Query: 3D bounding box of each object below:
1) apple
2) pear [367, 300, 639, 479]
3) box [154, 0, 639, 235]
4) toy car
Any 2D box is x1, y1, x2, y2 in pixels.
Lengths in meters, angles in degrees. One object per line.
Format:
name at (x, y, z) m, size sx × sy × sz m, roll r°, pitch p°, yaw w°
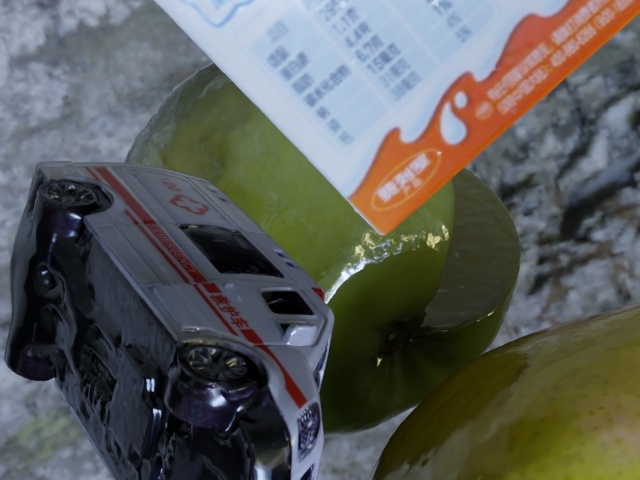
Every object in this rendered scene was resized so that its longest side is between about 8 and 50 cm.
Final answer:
apple at (0.000, 0.000, 0.840) m, size 0.291 × 0.292 × 0.254 m, roll -22°, pitch -135°, yaw -17°
pear at (0.174, 0.176, 0.630) m, size 0.336 × 0.285 × 0.285 m, roll -17°, pitch -175°, yaw -25°
box at (0.042, -0.178, 0.481) m, size 0.273 × 0.265 × 0.048 m, roll -40°, pitch -152°, yaw 8°
toy car at (-0.047, 0.045, 0.460) m, size 0.108 × 0.089 × 0.209 m, roll 0°, pitch -152°, yaw -36°
